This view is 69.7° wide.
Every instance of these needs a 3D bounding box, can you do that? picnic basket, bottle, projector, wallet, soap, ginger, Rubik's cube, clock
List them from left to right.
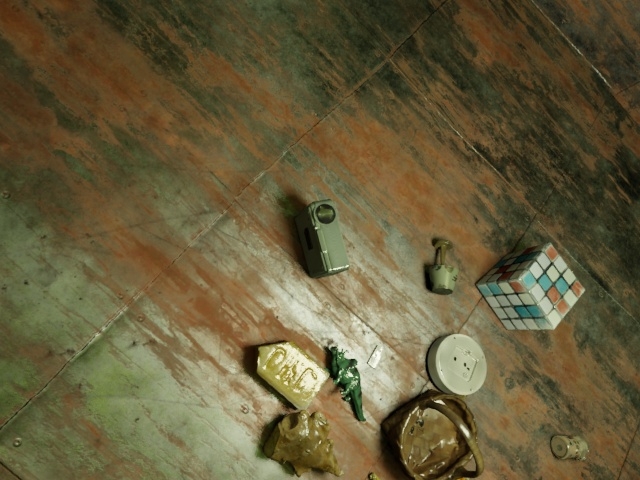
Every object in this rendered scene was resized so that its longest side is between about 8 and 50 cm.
[{"bbox_3d":[-0.114,0.433,1.550,0.257,0.080,0.160,42,67,-8],"label":"soap"},{"bbox_3d":[-0.034,0.672,1.505,0.270,0.123,0.218,34,87,-18],"label":"ginger"},{"bbox_3d":[0.000,0.000,1.631,0.099,0.192,0.256,-12,83,-24],"label":"projector"},{"bbox_3d":[0.211,0.435,1.714,0.044,0.011,0.083,38,68,-9],"label":"wallet"},{"bbox_3d":[0.427,0.683,1.579,0.337,0.337,0.292,-25,88,-24],"label":"picnic basket"},{"bbox_3d":[0.531,0.480,1.785,0.231,0.083,0.230,7,70,-20],"label":"clock"},{"bbox_3d":[0.857,0.197,1.889,0.253,0.256,0.258,-36,92,-24],"label":"Rubik's cube"},{"bbox_3d":[1.044,0.857,1.904,0.152,0.099,0.098,11,74,-23],"label":"bottle"}]

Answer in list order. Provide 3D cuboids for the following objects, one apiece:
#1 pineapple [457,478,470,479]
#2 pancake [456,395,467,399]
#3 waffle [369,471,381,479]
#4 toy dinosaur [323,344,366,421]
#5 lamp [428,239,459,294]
[{"bbox_3d":[0.476,0.903,1.646,0.080,0.135,0.233,36,66,-11],"label":"pineapple"},{"bbox_3d":[0.546,0.578,1.815,0.115,0.011,0.114,4,78,-19],"label":"pancake"},{"bbox_3d":[0.209,0.866,1.550,0.023,0.152,0.097,-43,100,9],"label":"waffle"},{"bbox_3d":[0.090,0.512,1.616,0.120,0.079,0.291,-10,85,-21],"label":"toy dinosaur"},{"bbox_3d":[0.494,0.105,1.844,0.121,0.121,0.214,19,63,-17],"label":"lamp"}]
